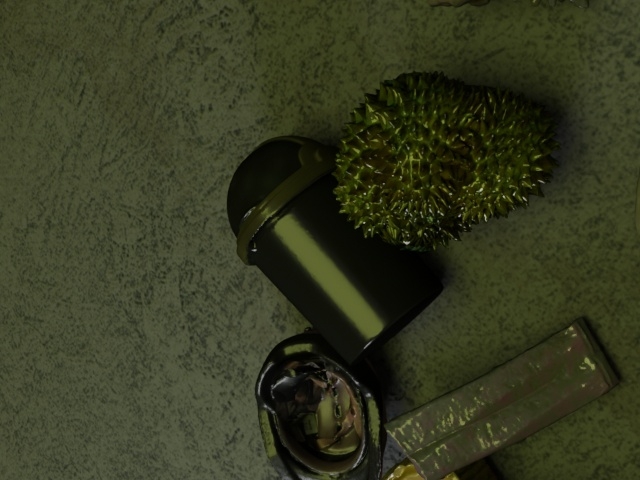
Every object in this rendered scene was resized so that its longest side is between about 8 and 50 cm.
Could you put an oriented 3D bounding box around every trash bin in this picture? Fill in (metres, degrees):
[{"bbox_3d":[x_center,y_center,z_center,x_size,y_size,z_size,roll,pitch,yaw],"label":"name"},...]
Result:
[{"bbox_3d":[0.000,0.000,1.518,0.334,0.214,0.214,52,126,11],"label":"trash bin"}]

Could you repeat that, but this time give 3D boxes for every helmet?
[{"bbox_3d":[0.011,0.247,1.610,0.198,0.154,0.253,-11,115,23],"label":"helmet"}]

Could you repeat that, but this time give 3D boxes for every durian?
[{"bbox_3d":[0.149,-0.110,1.351,0.291,0.291,0.225,-28,74,38],"label":"durian"}]

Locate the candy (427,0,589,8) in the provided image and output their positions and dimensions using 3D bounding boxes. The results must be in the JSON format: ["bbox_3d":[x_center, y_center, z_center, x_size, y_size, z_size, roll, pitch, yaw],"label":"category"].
[{"bbox_3d":[0.226,-0.379,1.303,0.184,0.137,0.195,6,102,36],"label":"candy"}]

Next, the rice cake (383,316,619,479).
[{"bbox_3d":[0.239,0.217,1.411,0.298,0.050,0.106,-30,80,7],"label":"rice cake"}]

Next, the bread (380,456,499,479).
[{"bbox_3d":[0.191,0.410,1.517,0.179,0.133,0.250,-34,83,33],"label":"bread"}]

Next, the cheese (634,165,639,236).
[{"bbox_3d":[0.516,-0.075,1.157,0.351,0.129,0.328,33,116,29],"label":"cheese"}]
